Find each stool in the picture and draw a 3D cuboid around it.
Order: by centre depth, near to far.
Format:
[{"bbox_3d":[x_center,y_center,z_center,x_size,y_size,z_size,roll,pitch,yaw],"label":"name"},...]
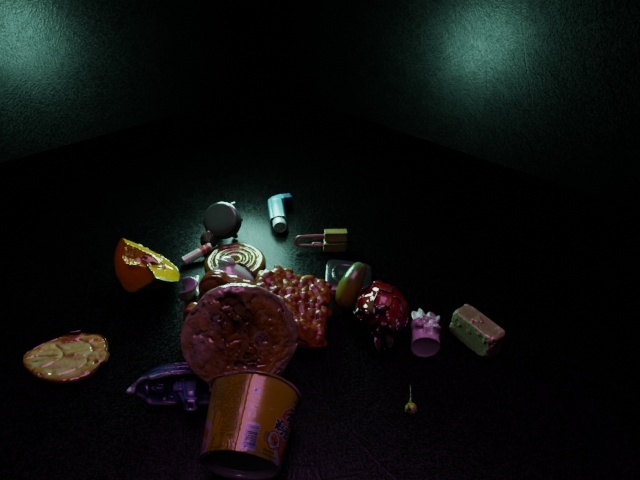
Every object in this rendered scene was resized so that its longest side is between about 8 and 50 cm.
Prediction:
[{"bbox_3d":[-0.447,-0.069,1.978,0.228,0.139,0.153,-35,74,-3],"label":"stool"}]

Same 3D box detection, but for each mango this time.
[{"bbox_3d":[0.117,0.172,1.677,0.092,0.130,0.194,24,77,14],"label":"mango"}]

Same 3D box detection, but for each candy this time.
[{"bbox_3d":[0.282,0.490,1.380,0.035,0.035,0.123,12,28,5],"label":"candy"}]

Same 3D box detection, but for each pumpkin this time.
[{"bbox_3d":[-0.675,0.130,1.734,0.312,0.148,0.169,39,8,33],"label":"pumpkin"}]

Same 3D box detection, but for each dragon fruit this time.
[{"bbox_3d":[0.219,0.255,1.563,0.193,0.192,0.274,-23,38,0],"label":"dragon fruit"}]

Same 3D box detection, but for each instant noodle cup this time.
[{"bbox_3d":[-0.186,0.490,1.160,0.265,0.264,0.200,5,45,2],"label":"instant noodle cup"}]

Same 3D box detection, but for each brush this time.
[{"bbox_3d":[0.000,0.000,1.970,0.234,0.103,0.047,-1,33,-5],"label":"brush"}]

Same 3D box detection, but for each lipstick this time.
[{"bbox_3d":[-0.519,0.056,1.872,0.131,0.038,0.038,-32,48,-24],"label":"lipstick"}]

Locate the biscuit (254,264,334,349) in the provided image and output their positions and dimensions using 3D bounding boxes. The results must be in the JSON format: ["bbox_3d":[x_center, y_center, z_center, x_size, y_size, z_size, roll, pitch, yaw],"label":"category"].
[{"bbox_3d":[-0.105,0.230,1.579,0.318,0.110,0.312,20,36,-5],"label":"biscuit"}]

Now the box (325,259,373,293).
[{"bbox_3d":[0.118,0.150,1.821,0.201,0.042,0.212,4,36,3],"label":"box"}]

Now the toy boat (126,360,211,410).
[{"bbox_3d":[-0.400,0.433,1.297,0.310,0.128,0.142,4,21,-11],"label":"toy boat"}]

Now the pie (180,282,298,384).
[{"bbox_3d":[-0.227,0.280,1.278,0.340,0.338,0.077,-5,2,-12],"label":"pie"}]

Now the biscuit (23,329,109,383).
[{"bbox_3d":[-0.814,0.375,1.423,0.260,0.041,0.202,1,39,-4],"label":"biscuit"}]

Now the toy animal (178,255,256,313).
[{"bbox_3d":[-0.369,0.192,1.557,0.183,0.247,0.310,32,31,15],"label":"toy animal"}]

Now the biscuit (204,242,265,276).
[{"bbox_3d":[-0.358,0.088,1.867,0.262,0.037,0.261,3,35,-2],"label":"biscuit"}]

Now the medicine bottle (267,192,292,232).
[{"bbox_3d":[-0.192,-0.138,2.160,0.124,0.079,0.258,-1,36,-8],"label":"medicine bottle"}]

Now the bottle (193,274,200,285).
[{"bbox_3d":[-0.489,0.171,1.742,0.031,0.030,0.083,0,35,-5],"label":"bottle"}]

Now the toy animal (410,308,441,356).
[{"bbox_3d":[0.374,0.294,1.582,0.104,0.130,0.220,-3,31,14],"label":"toy animal"}]

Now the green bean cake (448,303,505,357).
[{"bbox_3d":[0.551,0.321,1.569,0.085,0.109,0.179,-19,42,-29],"label":"green bean cake"}]

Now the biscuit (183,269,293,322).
[{"bbox_3d":[-0.268,0.256,1.395,0.351,0.312,0.057,45,22,-18],"label":"biscuit"}]
